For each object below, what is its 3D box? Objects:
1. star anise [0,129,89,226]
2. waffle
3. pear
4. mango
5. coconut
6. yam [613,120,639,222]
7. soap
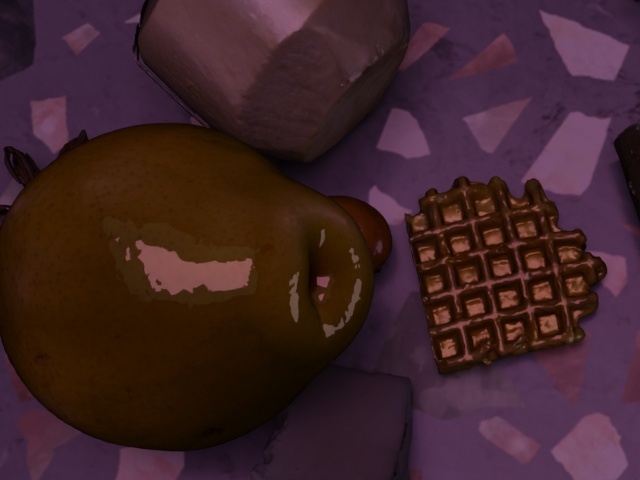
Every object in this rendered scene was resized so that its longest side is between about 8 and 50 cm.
[{"bbox_3d":[-0.326,-0.023,1.882,0.229,0.093,0.236,2,81,2],"label":"star anise"},{"bbox_3d":[0.220,0.026,1.814,0.219,0.057,0.229,-12,75,4],"label":"waffle"},{"bbox_3d":[-0.160,0.049,1.674,0.418,0.362,0.362,-1,75,33],"label":"pear"},{"bbox_3d":[0.003,0.006,1.830,0.165,0.089,0.115,-13,76,9],"label":"mango"},{"bbox_3d":[-0.059,-0.257,1.799,0.323,0.323,0.322,-2,77,7],"label":"coconut"},{"bbox_3d":[0.413,-0.009,1.779,0.093,0.093,0.259,-15,75,3],"label":"yam"},{"bbox_3d":[0.023,0.321,1.777,0.159,0.257,0.302,2,121,7],"label":"soap"}]
